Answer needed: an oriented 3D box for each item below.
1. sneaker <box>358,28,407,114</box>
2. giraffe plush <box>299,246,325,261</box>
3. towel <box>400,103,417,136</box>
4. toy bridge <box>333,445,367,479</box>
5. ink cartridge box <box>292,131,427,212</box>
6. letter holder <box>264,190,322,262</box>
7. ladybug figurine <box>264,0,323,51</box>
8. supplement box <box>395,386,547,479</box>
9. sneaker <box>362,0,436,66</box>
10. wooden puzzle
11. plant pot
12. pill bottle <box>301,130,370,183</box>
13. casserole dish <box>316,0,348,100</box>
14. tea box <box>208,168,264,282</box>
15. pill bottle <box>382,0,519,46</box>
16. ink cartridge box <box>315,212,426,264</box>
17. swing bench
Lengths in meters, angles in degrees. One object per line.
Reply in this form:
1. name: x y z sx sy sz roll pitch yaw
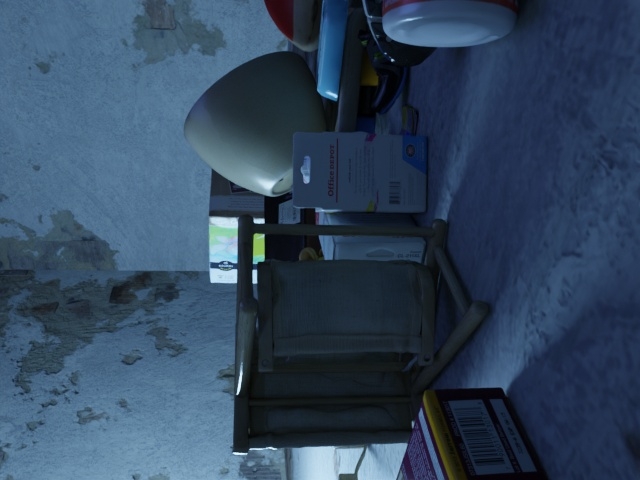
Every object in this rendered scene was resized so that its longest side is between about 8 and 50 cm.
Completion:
1. sneaker: 0.092 -0.286 0.842 0.067 0.078 0.188 -115 27 -71
2. giraffe plush: 0.022 0.106 1.013 0.210 0.182 0.170 26 104 61
3. towel: 0.127 -0.158 0.830 0.060 0.010 0.083 -108 21 -63
4. toy bridge: 0.056 0.381 1.058 0.188 0.063 0.026 -99 13 -55
5. ink cartridge box: 0.049 -0.090 0.763 0.061 0.181 0.104 176 95 -81
6. letter holder: 0.000 0.000 1.277 0.152 0.215 0.301 -18 67 47
7. ladybug figurine: -0.025 -0.597 1.168 0.449 0.162 0.305 109 178 -66
8. supplement box: 0.131 0.242 0.534 0.104 0.081 0.188 -102 16 -53
9. sneaker: 0.114 -0.364 0.667 0.147 0.130 0.329 42 -129 -83
10. wooden puzzle: 0.059 -0.280 1.093 0.348 0.081 0.322 -98 12 -68
11. plant pot: -0.098 -0.200 1.106 0.191 0.284 0.284 57 164 9
12. pill bottle: 0.040 -0.127 0.884 0.160 0.087 0.087 8 98 45
13. casserole dish: 0.017 -0.321 0.920 0.188 0.037 0.114 96 175 -45
14. tea box: -0.177 -0.041 1.737 0.323 0.329 0.219 100 168 -48
15. pill bottle: 0.121 -0.302 0.509 0.124 0.124 0.221 -147 58 -80
16. ink cartridge box: 0.066 -0.009 0.823 0.175 0.128 0.072 -104 16 -59
17. swing bench: 0.025 0.117 0.674 0.165 0.253 0.254 -100 15 -52
